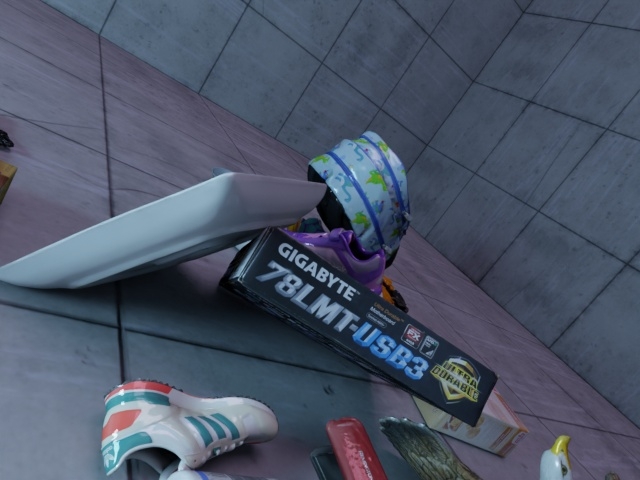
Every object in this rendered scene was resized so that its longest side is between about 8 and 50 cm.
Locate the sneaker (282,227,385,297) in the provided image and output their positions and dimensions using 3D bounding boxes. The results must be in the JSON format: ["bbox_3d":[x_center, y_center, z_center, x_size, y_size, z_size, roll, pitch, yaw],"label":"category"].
[{"bbox_3d":[0.011,0.018,0.751,0.236,0.104,0.095,25,25,12],"label":"sneaker"}]

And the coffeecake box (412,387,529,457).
[{"bbox_3d":[0.246,0.277,0.776,0.185,0.068,0.142,29,15,-23],"label":"coffeecake box"}]

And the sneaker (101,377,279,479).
[{"bbox_3d":[-0.104,0.171,0.373,0.161,0.057,0.075,27,33,-34],"label":"sneaker"}]

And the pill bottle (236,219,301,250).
[{"bbox_3d":[-0.106,-0.045,0.919,0.117,0.117,0.215,35,14,0],"label":"pill bottle"}]

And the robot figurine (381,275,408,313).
[{"bbox_3d":[0.074,0.111,0.894,0.211,0.085,0.291,37,15,8],"label":"robot figurine"}]

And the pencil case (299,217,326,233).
[{"bbox_3d":[0.000,0.000,1.117,0.064,0.070,0.152,24,19,-39],"label":"pencil case"}]

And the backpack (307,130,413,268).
[{"bbox_3d":[0.096,-0.105,1.124,0.355,0.273,0.290,34,23,-58],"label":"backpack"}]

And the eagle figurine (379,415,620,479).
[{"bbox_3d":[0.211,0.305,0.463,0.298,0.225,0.226,3,-25,-7],"label":"eagle figurine"}]

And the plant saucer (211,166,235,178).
[{"bbox_3d":[-0.194,-0.115,1.113,0.195,0.037,0.195,33,14,-10],"label":"plant saucer"}]

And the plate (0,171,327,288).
[{"bbox_3d":[-0.147,-0.005,0.504,0.277,0.278,0.045,-19,91,-73],"label":"plate"}]

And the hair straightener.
[{"bbox_3d":[0.049,0.259,0.338,0.047,0.089,0.230,5,33,-35],"label":"hair straightener"}]

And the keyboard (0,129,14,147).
[{"bbox_3d":[-0.493,-0.166,0.625,0.108,0.023,0.180,23,19,-41],"label":"keyboard"}]

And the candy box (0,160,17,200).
[{"bbox_3d":[-0.369,-0.059,0.422,0.109,0.053,0.186,26,2,-32],"label":"candy box"}]

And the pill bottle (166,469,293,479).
[{"bbox_3d":[-0.045,0.209,0.310,0.137,0.078,0.078,26,17,-32],"label":"pill bottle"}]

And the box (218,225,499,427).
[{"bbox_3d":[0.017,0.103,0.573,0.295,0.073,0.293,33,-12,-10],"label":"box"}]
